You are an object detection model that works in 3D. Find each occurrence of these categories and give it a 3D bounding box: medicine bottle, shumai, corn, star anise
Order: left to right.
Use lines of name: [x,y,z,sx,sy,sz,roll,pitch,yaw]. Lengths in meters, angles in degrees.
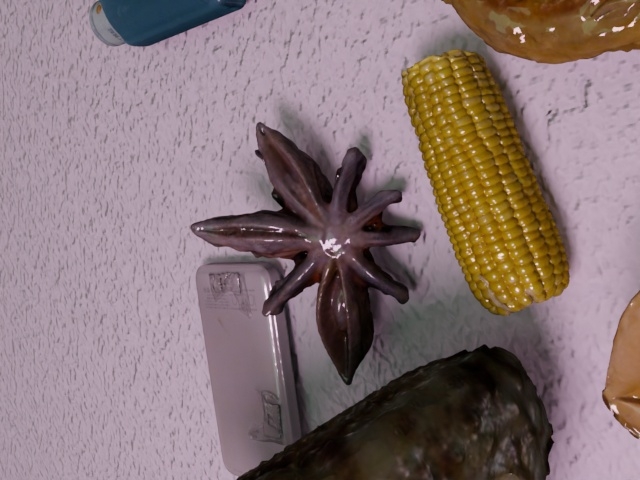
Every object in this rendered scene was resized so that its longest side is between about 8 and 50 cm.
medicine bottle: [-0.182,-0.309,0.879,0.258,0.079,0.124,-9,97,40]
star anise: [-0.003,-0.004,0.782,0.257,0.110,0.198,41,98,7]
shumai: [0.065,0.319,0.641,0.395,0.395,0.348,-37,75,37]
corn: [0.145,-0.053,0.664,0.093,0.093,0.244,-25,84,39]

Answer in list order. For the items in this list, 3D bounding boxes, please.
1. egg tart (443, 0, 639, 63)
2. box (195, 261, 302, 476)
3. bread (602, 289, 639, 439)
egg tart: [0.212,-0.296,0.539,0.341,0.129,0.341,8,103,36]
box: [-0.090,0.169,0.929,0.142,0.044,0.285,-2,98,41]
bread: [0.352,0.102,0.498,0.288,0.156,0.204,23,121,30]
